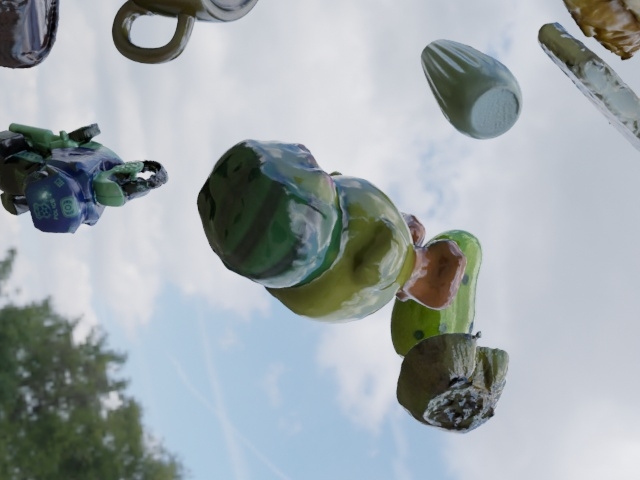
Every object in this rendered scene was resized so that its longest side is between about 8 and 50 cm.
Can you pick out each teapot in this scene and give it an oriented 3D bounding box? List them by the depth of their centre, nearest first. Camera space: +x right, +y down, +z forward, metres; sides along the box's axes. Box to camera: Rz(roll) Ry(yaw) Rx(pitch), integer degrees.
[{"bbox_3d":[-0.164,-0.320,1.127,0.175,0.185,0.268,13,-93,26],"label":"teapot"}]

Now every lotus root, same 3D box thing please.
[{"bbox_3d":[0.219,0.245,1.701,0.078,0.183,0.204,-104,-163,-55],"label":"lotus root"}]

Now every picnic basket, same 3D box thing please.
[{"bbox_3d":[-0.451,-0.384,1.401,0.129,0.222,0.297,117,-27,-53],"label":"picnic basket"}]

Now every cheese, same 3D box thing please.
[{"bbox_3d":[0.338,-0.079,1.017,0.034,0.400,0.085,-48,-142,13],"label":"cheese"}]

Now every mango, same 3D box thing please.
[{"bbox_3d":[0.233,0.114,2.060,0.143,0.175,0.293,2,-110,62],"label":"mango"}]

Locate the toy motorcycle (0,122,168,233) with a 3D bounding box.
[{"bbox_3d":[-0.376,-0.089,1.537,0.331,0.196,0.125,15,-59,43],"label":"toy motorcycle"}]

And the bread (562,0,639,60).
[{"bbox_3d":[0.263,-0.263,0.885,0.120,0.236,0.198,-17,-119,33],"label":"bread"}]

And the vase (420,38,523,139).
[{"bbox_3d":[0.237,-0.262,1.741,0.248,0.128,0.128,-118,-152,-55],"label":"vase"}]

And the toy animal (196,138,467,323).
[{"bbox_3d":[-0.003,0.002,1.320,0.191,0.338,0.216,-58,-143,11],"label":"toy animal"}]
